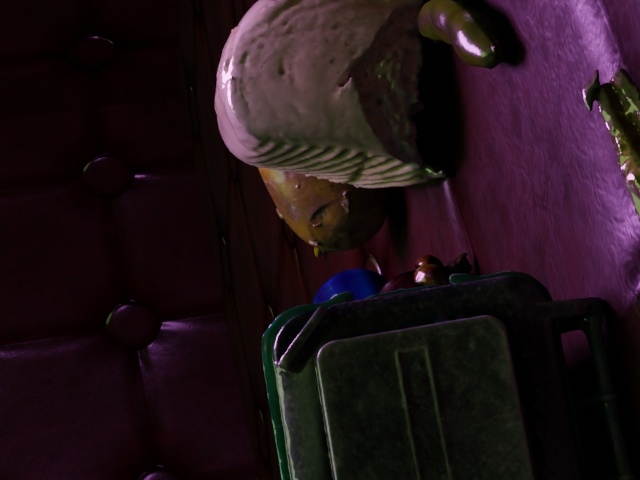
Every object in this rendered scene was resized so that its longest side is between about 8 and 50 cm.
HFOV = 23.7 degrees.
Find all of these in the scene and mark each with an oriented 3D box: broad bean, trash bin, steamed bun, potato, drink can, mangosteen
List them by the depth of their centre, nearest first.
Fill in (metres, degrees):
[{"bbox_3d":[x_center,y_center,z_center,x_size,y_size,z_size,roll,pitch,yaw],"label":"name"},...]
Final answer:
[{"bbox_3d":[0.115,0.189,1.422,0.381,0.295,0.259,78,-177,-76],"label":"trash bin"},{"bbox_3d":[0.138,-0.214,1.529,0.254,0.046,0.065,-127,24,-72],"label":"broad bean"},{"bbox_3d":[0.124,0.073,1.672,0.140,0.140,0.140,172,90,-80],"label":"mangosteen"},{"bbox_3d":[0.012,-0.209,1.778,0.290,0.273,0.272,146,132,-74],"label":"steamed bun"},{"bbox_3d":[-0.001,-0.131,1.986,0.141,0.176,0.298,-16,86,54],"label":"potato"},{"bbox_3d":[0.064,0.131,2.002,0.205,0.118,0.118,-116,21,-56],"label":"drink can"}]

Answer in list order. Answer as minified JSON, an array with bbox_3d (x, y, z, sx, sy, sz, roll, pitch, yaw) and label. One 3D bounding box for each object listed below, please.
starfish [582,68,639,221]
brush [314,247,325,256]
[{"bbox_3d":[0.254,0.140,0.945,0.384,0.132,0.398,-134,54,-58],"label":"starfish"},{"bbox_3d":[0.000,0.000,2.514,0.083,0.021,0.019,89,170,-61],"label":"brush"}]
